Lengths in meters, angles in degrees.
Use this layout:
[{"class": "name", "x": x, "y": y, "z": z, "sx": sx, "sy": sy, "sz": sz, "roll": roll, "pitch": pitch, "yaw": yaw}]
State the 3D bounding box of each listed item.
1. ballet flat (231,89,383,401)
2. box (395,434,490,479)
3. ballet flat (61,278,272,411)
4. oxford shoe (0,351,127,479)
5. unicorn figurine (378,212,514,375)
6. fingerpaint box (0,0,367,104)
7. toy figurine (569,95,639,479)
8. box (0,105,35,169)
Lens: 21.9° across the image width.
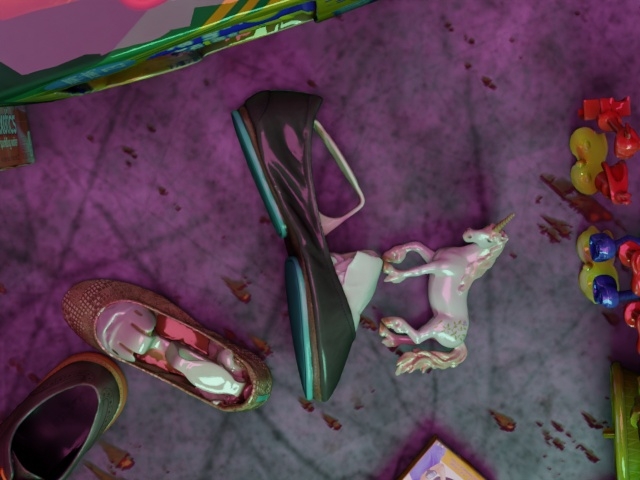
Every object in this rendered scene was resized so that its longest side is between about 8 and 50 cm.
[{"class": "ballet flat", "x": 0.000, "y": 0.000, "z": 1.457, "sx": 0.096, "sy": 0.095, "sz": 0.280, "roll": -15, "pitch": 95, "yaw": -7}, {"class": "box", "x": 0.092, "y": 0.255, "z": 1.509, "sx": 0.081, "sy": 0.028, "sz": 0.136, "roll": 40, "pitch": 92, "yaw": -4}, {"class": "ballet flat", "x": -0.137, "y": 0.093, "z": 1.474, "sx": 0.206, "sy": 0.067, "sz": 0.073, "roll": 23, "pitch": 96, "yaw": -2}, {"class": "oxford shoe", "x": -0.281, "y": 0.212, "z": 1.466, "sx": 0.097, "sy": 0.098, "sz": 0.271, "roll": 38, "pitch": 93, "yaw": -3}, {"class": "unicorn figurine", "x": 0.110, "y": 0.040, "z": 1.482, "sx": 0.111, "sy": 0.060, "sz": 0.162, "roll": 2, "pitch": 111, "yaw": -1}, {"class": "fingerpaint box", "x": -0.088, "y": -0.225, "z": 1.260, "sx": 0.371, "sy": 0.445, "sz": 0.163, "roll": -18, "pitch": 96, "yaw": 1}, {"class": "toy figurine", "x": 0.351, "y": 0.049, "z": 1.421, "sx": 0.217, "sy": 0.191, "sz": 0.363, "roll": -6, "pitch": 96, "yaw": -5}, {"class": "box", "x": -0.334, "y": -0.120, "z": 1.338, "sx": 0.142, "sy": 0.300, "sz": 0.154, "roll": -9, "pitch": 95, "yaw": 0}]
